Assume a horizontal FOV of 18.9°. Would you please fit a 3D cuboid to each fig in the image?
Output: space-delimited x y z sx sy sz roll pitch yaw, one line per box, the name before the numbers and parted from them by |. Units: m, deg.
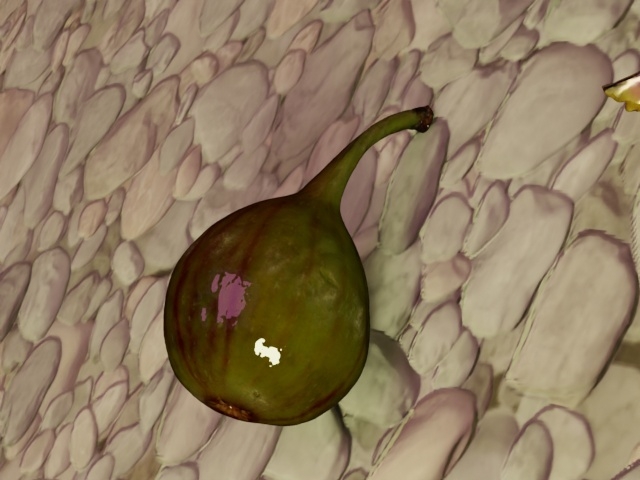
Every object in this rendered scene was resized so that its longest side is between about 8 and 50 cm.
fig | 0.000 0.000 1.132 0.124 0.124 0.236 2 54 55

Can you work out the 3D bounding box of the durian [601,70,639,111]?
durian | 0.284 -0.114 0.789 0.260 0.154 0.186 -21 34 48
